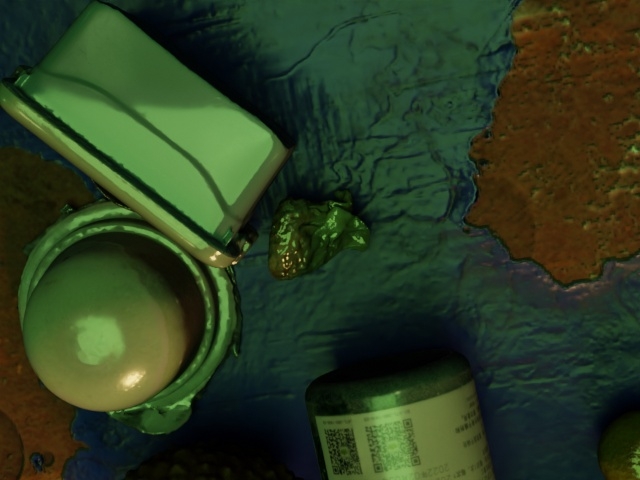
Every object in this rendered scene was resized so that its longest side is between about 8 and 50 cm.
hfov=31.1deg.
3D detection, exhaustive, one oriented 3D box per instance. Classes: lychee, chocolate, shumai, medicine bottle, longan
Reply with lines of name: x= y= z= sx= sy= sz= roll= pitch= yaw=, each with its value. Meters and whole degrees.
lychee: x=-0.098 y=0.259 z=0.982 sx=0.200 sy=0.238 sz=0.200 roll=-15 pitch=119 yaw=-29
chocolate: x=-0.177 y=0.079 z=0.969 sx=0.221 sy=0.147 sz=0.221 roll=2 pitch=108 yaw=6
shumai: x=0.000 y=0.000 z=0.960 sx=0.081 sy=0.082 sz=0.083 roll=10 pitch=129 yaw=5
medicine bottle: x=0.083 y=0.245 z=0.948 sx=0.142 sy=0.141 sz=0.293 roll=-12 pitch=90 yaw=12
longan: x=0.271 y=0.178 z=0.958 sx=0.075 sy=0.083 sz=0.075 roll=4 pitch=78 yaw=-20

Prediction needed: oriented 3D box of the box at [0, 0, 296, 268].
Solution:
box: x=-0.129 y=-0.083 z=0.916 sx=0.227 sy=0.162 sz=0.130 roll=39 pitch=97 yaw=-2
